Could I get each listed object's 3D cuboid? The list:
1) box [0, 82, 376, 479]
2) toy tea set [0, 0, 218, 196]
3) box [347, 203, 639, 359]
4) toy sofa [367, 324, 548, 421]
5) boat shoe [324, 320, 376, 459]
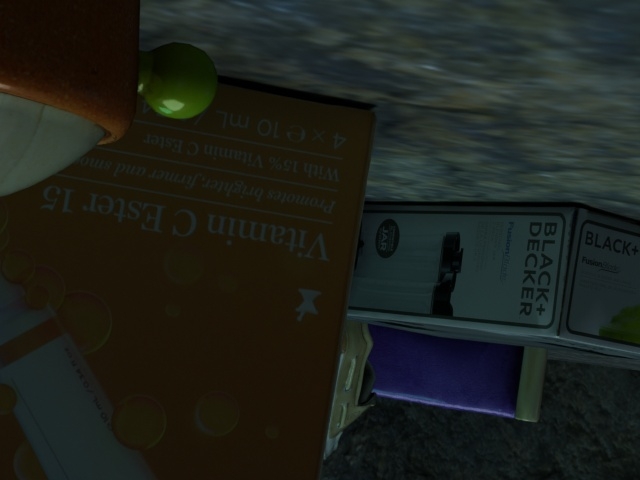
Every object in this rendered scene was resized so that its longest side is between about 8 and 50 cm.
[{"bbox_3d":[-0.114,0.090,0.754,0.215,0.345,0.168,10,175,-10],"label":"box"},{"bbox_3d":[-0.191,-0.075,0.320,0.336,0.124,0.200,7,174,19],"label":"toy tea set"},{"bbox_3d":[0.132,0.030,1.075,0.169,0.087,0.290,13,173,-38],"label":"box"},{"bbox_3d":[0.084,0.111,1.678,0.363,0.150,0.177,8,176,13],"label":"toy sofa"},{"bbox_3d":[0.010,0.160,1.552,0.103,0.113,0.302,-14,155,-4],"label":"boat shoe"}]
